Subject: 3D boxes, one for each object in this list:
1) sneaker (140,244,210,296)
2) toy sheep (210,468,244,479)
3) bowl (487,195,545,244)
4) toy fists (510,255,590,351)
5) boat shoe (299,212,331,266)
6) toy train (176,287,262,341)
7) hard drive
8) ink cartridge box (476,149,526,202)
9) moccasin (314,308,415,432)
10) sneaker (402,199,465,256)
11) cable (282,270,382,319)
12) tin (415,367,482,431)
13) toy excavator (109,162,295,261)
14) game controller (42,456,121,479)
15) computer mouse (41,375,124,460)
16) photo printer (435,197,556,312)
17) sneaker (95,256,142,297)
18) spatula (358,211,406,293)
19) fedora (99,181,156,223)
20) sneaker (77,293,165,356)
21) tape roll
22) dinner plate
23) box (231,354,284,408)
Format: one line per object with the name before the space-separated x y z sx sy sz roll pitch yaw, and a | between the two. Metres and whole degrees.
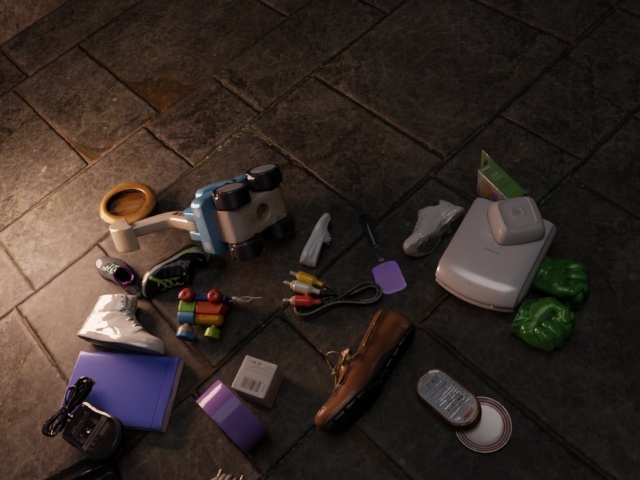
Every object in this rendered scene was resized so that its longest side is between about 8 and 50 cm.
sneaker | -0.448 0.103 1.991 0.234 0.084 0.097 -40 59 -15
toy sheep | -0.238 0.623 1.601 0.132 0.091 0.091 9 59 11
bowl | 0.542 -0.063 1.774 0.142 0.053 0.142 -9 56 3
toy fists | 0.623 0.164 1.710 0.142 0.096 0.279 23 63 24
boat shoe | 0.000 0.000 1.977 0.063 0.066 0.184 23 61 9
toy train | -0.299 0.225 1.874 0.248 0.105 0.143 2 68 13
hard drive | -0.566 0.425 1.829 0.318 0.040 0.210 1 58 13
ink cartridge box | 0.526 -0.164 1.939 0.062 0.109 0.209 -29 56 -9
moccasin | 0.099 0.333 1.685 0.147 0.139 0.380 25 65 26
sneaker | 0.320 -0.040 1.927 0.232 0.090 0.115 -35 50 -22
cable | 0.031 0.163 1.853 0.287 0.072 0.139 3 61 16
tin | 0.323 0.403 1.639 0.106 0.040 0.189 -44 51 -11
toy excavator | -0.369 -0.067 1.998 0.445 0.222 0.433 6 29 42
game controller | -0.672 0.689 1.676 0.319 0.067 0.166 -26 70 -5
computer mouse | -0.611 0.500 1.730 0.272 0.072 0.188 22 68 36
photo printer | 0.485 0.046 1.810 0.256 0.107 0.307 24 65 25
sneaker | -0.640 0.093 2.030 0.223 0.098 0.083 27 66 26
spatula | 0.171 0.029 1.937 0.084 0.030 0.296 -21 55 1
fedora | -0.645 -0.109 2.177 0.194 0.079 0.194 -3 54 4
sneaker | -0.569 0.240 1.912 0.292 0.108 0.169 10 63 20
tape roll | -0.226 0.452 1.647 0.189 0.189 0.080 36 71 30
dinner plate | 0.405 0.461 1.608 0.141 0.017 0.141 -6 57 9
box | -0.167 0.383 1.741 0.101 0.087 0.102 14 60 20
